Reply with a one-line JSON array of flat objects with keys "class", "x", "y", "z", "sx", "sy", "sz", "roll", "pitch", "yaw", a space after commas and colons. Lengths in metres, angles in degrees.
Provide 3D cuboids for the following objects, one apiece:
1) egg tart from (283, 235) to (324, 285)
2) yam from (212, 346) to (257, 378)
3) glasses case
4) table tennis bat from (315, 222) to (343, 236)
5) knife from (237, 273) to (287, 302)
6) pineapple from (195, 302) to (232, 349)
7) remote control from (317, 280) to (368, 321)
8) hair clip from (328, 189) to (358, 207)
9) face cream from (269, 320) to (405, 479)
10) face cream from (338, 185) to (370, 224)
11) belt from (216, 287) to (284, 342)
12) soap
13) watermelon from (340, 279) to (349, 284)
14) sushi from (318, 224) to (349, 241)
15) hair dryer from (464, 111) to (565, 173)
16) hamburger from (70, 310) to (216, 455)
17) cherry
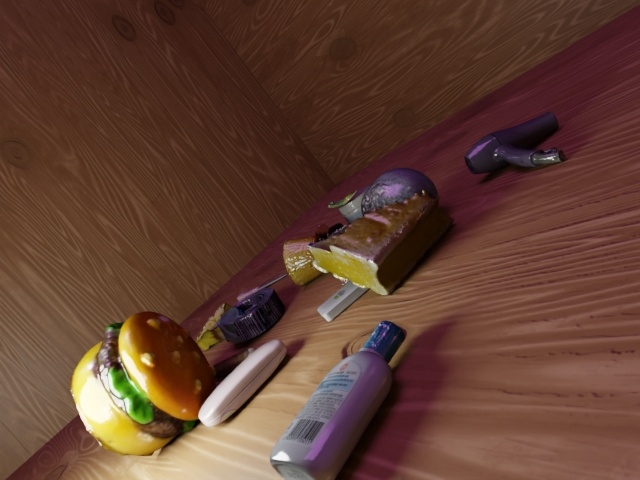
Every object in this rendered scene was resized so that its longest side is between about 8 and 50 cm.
[{"class": "egg tart", "x": -0.045, "y": 0.072, "z": 1.843, "sx": 0.147, "sy": 0.202, "sz": 0.202, "roll": -20, "pitch": 16, "yaw": 20}, {"class": "yam", "x": -0.295, "y": 0.410, "z": 1.512, "sx": 0.241, "sy": 0.056, "sz": 0.057, "roll": -30, "pitch": 13, "yaw": 33}, {"class": "glasses case", "x": -0.211, "y": 0.389, "z": 1.255, "sx": 0.297, "sy": 0.075, "sz": 0.113, "roll": -42, "pitch": 10, "yaw": -26}, {"class": "table tennis bat", "x": 0.000, "y": 0.000, "z": 2.054, "sx": 0.268, "sy": 0.051, "sz": 0.414, "roll": -37, "pitch": -9, "yaw": -10}, {"class": "knife", "x": -0.295, "y": 0.244, "z": 2.375, "sx": 0.336, "sy": 0.043, "sz": 0.081, "roll": -27, "pitch": 6, "yaw": 20}, {"class": "pineapple", "x": -0.459, "y": 0.399, "z": 2.051, "sx": 0.236, "sy": 0.114, "sz": 0.186, "roll": -53, "pitch": 16, "yaw": -25}, {"class": "remote control", "x": 0.101, "y": 0.148, "z": 1.376, "sx": 0.250, "sy": 0.034, "sz": 0.103, "roll": -39, "pitch": 11, "yaw": -10}, {"class": "hair clip", "x": 0.094, "y": -0.170, "z": 1.966, "sx": 0.060, "sy": 0.033, "sz": 0.188, "roll": -45, "pitch": 14, "yaw": -34}, {"class": "face cream", "x": 0.051, "y": 0.279, "z": 0.821, "sx": 0.163, "sy": 0.080, "sz": 0.336, "roll": -27, "pitch": 15, "yaw": 51}, {"class": "face cream", "x": 0.191, "y": -0.132, "z": 2.004, "sx": 0.177, "sy": 0.153, "sz": 0.177, "roll": -35, "pitch": 9, "yaw": 7}, {"class": "belt", "x": -0.272, "y": 0.295, "z": 1.781, "sx": 0.260, "sy": 0.122, "sz": 0.325, "roll": -33, "pitch": 11, "yaw": -16}, {"class": "soap", "x": 0.172, "y": -0.024, "z": 1.344, "sx": 0.304, "sy": 0.169, "sz": 0.339, "roll": 19, "pitch": 53, "yaw": 45}, {"class": "watermelon", "x": 0.115, "y": 0.067, "z": 1.507, "sx": 0.158, "sy": 0.121, "sz": 0.098, "roll": -44, "pitch": 33, "yaw": -13}, {"class": "sushi", "x": 0.083, "y": 0.014, "z": 1.796, "sx": 0.139, "sy": 0.131, "sz": 0.291, "roll": -32, "pitch": 1, "yaw": 29}, {"class": "hair dryer", "x": 0.631, "y": -0.277, "z": 1.361, "sx": 0.301, "sy": 0.121, "sz": 0.361, "roll": -28, "pitch": 20, "yaw": 5}, {"class": "hamburger", "x": -0.494, "y": 0.400, "z": 1.353, "sx": 0.277, "sy": 0.395, "sz": 0.396, "roll": -38, "pitch": 10, "yaw": 2}, {"class": "cherry", "x": 0.268, "y": -0.126, "z": 1.533, "sx": 0.255, "sy": 0.218, "sz": 0.296, "roll": -37, "pitch": 23, "yaw": -17}]
